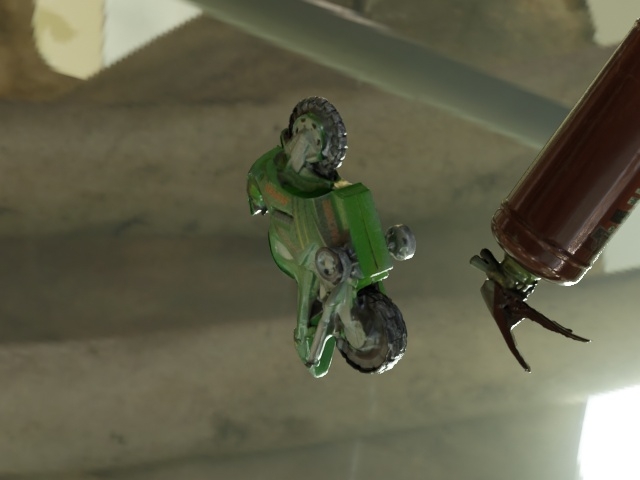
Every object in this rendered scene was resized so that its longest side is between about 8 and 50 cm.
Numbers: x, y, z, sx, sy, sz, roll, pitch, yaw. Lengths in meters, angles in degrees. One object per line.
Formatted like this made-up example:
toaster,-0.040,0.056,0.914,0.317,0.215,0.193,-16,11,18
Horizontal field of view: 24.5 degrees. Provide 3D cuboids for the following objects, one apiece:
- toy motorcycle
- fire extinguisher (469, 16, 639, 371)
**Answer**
toy motorcycle,0.000,0.000,0.996,0.106,0.074,0.190,-10,-84,50
fire extinguisher,0.257,-0.035,1.367,0.147,0.106,0.337,42,-73,26
